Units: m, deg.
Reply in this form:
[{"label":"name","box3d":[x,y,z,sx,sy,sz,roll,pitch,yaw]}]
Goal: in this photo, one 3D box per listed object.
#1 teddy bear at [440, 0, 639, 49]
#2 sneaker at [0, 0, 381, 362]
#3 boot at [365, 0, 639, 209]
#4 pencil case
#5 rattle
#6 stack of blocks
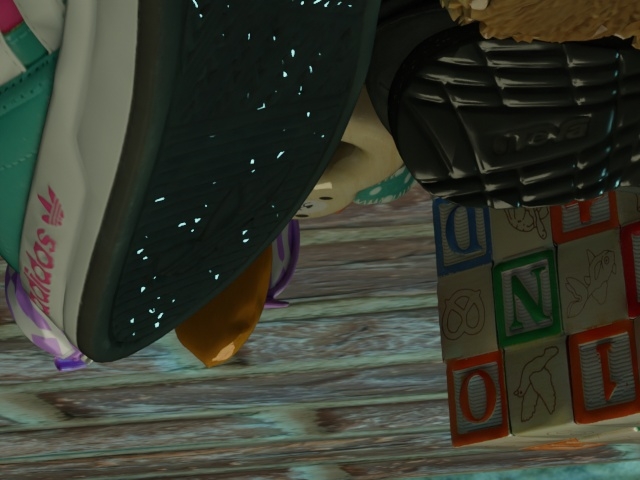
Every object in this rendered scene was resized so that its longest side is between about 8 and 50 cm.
[{"label":"teddy bear","box3d":[0.135,-0.161,0.410,0.245,0.113,0.338,-5,161,-19]},{"label":"sneaker","box3d":[-0.055,-0.121,0.398,0.124,0.178,0.295,-35,161,-38]},{"label":"boot","box3d":[0.120,-0.065,0.753,0.246,0.083,0.161,7,-160,-16]},{"label":"pencil case","box3d":[-0.098,0.015,1.101,0.086,0.088,0.206,4,165,-37]},{"label":"rattle","box3d":[0.000,0.000,0.966,0.130,0.143,0.199,-25,157,8]},{"label":"stack of blocks","box3d":[0.181,-0.007,0.896,0.087,0.171,0.297,6,163,-37]}]
